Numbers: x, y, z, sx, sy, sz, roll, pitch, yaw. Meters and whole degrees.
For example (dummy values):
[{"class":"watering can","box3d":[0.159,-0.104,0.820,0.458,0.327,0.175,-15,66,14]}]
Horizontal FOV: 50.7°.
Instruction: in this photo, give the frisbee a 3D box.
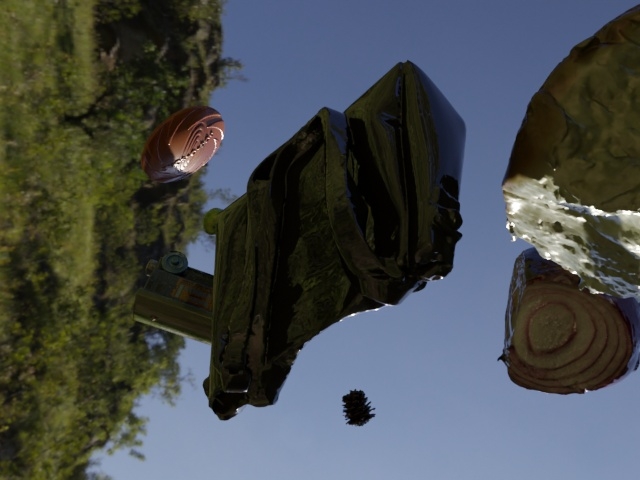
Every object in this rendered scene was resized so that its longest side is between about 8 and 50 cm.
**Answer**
[{"class":"frisbee","box3d":[-0.266,-0.183,1.344,0.035,0.192,0.192,48,-57,22]}]

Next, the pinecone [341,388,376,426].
[{"class":"pinecone","box3d":[0.083,0.378,1.526,0.077,0.077,0.083,-21,-90,36]}]

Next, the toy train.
[{"class":"toy train","box3d":[-0.327,0.156,1.756,0.300,0.201,0.131,19,-45,-2]}]

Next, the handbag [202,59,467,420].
[{"class":"handbag","box3d":[-0.001,0.000,0.588,0.113,0.257,0.285,38,-57,-25]}]

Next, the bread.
[{"class":"bread","box3d":[0.297,-0.077,0.498,0.225,0.250,0.279,40,-95,21]}]

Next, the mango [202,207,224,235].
[{"class":"mango","box3d":[-0.260,-0.048,1.684,0.056,0.108,0.073,22,-77,2]}]

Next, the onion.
[{"class":"onion","box3d":[0.408,0.115,1.089,0.206,0.207,0.216,12,-58,11]}]
